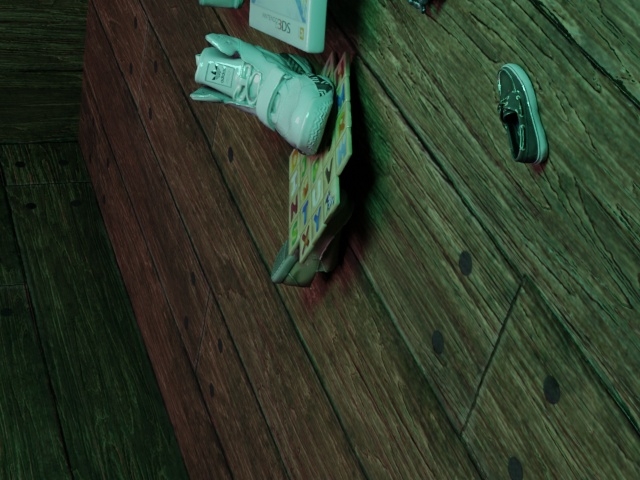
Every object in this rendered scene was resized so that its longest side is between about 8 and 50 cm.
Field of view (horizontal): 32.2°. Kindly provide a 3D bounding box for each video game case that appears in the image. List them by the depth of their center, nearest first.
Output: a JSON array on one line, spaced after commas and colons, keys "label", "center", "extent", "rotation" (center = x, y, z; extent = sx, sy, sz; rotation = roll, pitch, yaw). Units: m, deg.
[{"label": "video game case", "center": [-0.052, -0.494, 1.821], "extent": [0.300, 0.036, 0.329], "rotation": [-140, 50, -61]}]

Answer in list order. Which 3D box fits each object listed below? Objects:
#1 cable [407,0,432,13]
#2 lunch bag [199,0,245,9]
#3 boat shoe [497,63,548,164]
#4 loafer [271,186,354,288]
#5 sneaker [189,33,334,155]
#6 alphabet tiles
[{"label": "cable", "center": [0.139, -0.427, 1.586], "extent": [0.150, 0.047, 0.184], "rotation": [114, 145, -49]}, {"label": "lunch bag", "center": [-0.185, -0.617, 2.222], "extent": [0.224, 0.108, 0.279], "rotation": [-100, 18, -64]}, {"label": "boat shoe", "center": [0.245, -0.160, 1.387], "extent": [0.049, 0.040, 0.142], "rotation": [126, 135, -57]}, {"label": "loafer", "center": [0.000, 0.000, 1.972], "extent": [0.251, 0.087, 0.094], "rotation": [-51, 21, 45]}, {"label": "sneaker", "center": [-0.109, -0.256, 1.924], "extent": [0.366, 0.210, 0.137], "rotation": [-117, 42, -65]}, {"label": "alphabet tiles", "center": [-0.005, -0.145, 1.891], "extent": [0.285, 0.011, 0.342], "rotation": [121, 155, -49]}]
